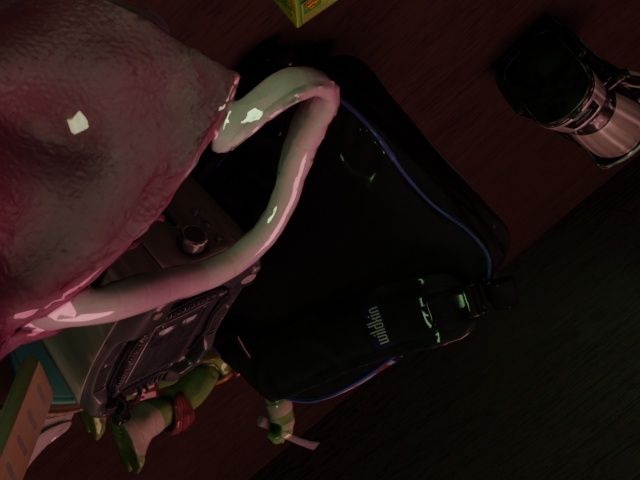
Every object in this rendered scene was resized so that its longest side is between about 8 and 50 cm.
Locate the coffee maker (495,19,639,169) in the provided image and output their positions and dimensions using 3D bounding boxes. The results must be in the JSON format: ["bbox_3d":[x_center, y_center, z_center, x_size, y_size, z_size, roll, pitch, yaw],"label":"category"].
[{"bbox_3d":[0.290,-0.179,1.239,0.178,0.171,0.120,19,101,-48],"label":"coffee maker"}]

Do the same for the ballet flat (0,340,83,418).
[{"bbox_3d":[-0.287,0.109,0.856,0.106,0.107,0.316,-23,167,25],"label":"ballet flat"}]

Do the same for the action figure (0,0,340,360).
[{"bbox_3d":[-0.182,0.050,0.445,0.370,0.276,0.248,-67,176,-51],"label":"action figure"}]

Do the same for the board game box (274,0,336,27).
[{"bbox_3d":[0.043,-0.227,0.692,0.181,0.043,0.092,-36,164,-9],"label":"board game box"}]

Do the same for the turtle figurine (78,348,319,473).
[{"bbox_3d":[-0.133,0.189,1.219,0.266,0.198,0.274,-23,156,-33],"label":"turtle figurine"}]

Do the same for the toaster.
[{"bbox_3d":[-0.152,0.029,0.795,0.129,0.146,0.227,-25,159,-38],"label":"toaster"}]

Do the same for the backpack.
[{"bbox_3d":[0.000,0.000,0.906,0.263,0.276,0.213,-41,178,24],"label":"backpack"}]

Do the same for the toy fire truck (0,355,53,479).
[{"bbox_3d":[-0.267,0.226,0.748,0.246,0.158,0.217,-31,155,-23],"label":"toy fire truck"}]

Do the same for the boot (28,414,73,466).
[{"bbox_3d":[-0.351,0.273,1.094,0.258,0.123,0.095,-31,164,-23],"label":"boot"}]
